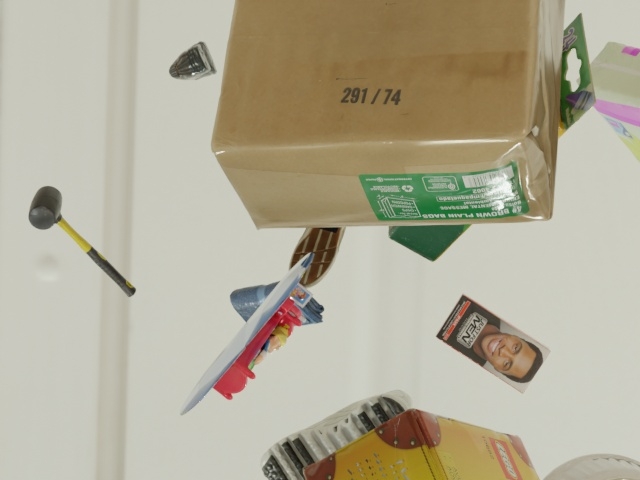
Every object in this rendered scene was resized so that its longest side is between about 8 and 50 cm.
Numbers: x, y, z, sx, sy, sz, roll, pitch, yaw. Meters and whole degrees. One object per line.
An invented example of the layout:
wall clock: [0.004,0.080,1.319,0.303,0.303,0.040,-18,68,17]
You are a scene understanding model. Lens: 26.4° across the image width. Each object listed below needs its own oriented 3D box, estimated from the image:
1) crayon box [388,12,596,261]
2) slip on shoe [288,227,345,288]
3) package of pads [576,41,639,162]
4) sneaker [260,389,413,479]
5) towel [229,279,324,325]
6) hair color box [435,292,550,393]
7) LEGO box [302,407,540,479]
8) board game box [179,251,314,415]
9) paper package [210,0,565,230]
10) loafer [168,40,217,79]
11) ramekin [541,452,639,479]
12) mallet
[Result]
crayon box: [0.211,-0.150,1.768,0.083,0.323,0.203,29,-142,-20]
slip on shoe: [0.000,0.000,1.651,0.051,0.135,0.041,18,161,4]
package of pads: [0.512,-0.143,1.840,0.229,0.101,0.296,44,174,-31]
sneaker: [0.034,0.338,2.318,0.292,0.110,0.118,-27,-175,18]
towel: [-0.054,0.078,1.618,0.119,0.029,0.067,-11,130,49]
hair color box: [0.233,0.138,1.850,0.141,0.072,0.043,32,-176,5]
LEGO box: [0.223,0.504,1.850,0.193,0.500,0.372,-33,152,20]
board game box: [-0.048,0.084,1.101,0.033,0.169,0.133,39,-179,-5]
paper package: [0.075,-0.177,1.397,0.325,0.309,0.168,-1,153,18]
loafer: [-0.216,-0.299,2.307,0.061,0.062,0.170,-23,-178,7]
ramekin: [0.465,0.475,2.170,0.273,0.273,0.127,2,174,-7]
mallet: [-0.313,0.011,1.803,0.039,0.190,0.062,-34,-163,19]
